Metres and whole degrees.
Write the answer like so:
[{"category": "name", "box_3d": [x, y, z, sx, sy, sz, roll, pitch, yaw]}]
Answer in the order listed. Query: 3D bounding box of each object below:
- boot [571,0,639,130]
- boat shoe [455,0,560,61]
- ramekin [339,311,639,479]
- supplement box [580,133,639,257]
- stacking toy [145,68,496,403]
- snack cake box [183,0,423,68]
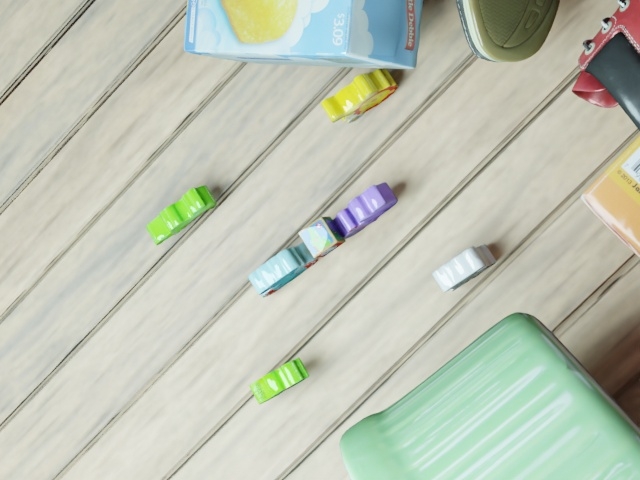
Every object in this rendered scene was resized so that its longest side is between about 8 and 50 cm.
[{"category": "boot", "box_3d": [0.222, -0.186, 0.972, 0.176, 0.088, 0.244, -35, 51, 25]}, {"category": "boat shoe", "box_3d": [0.119, -0.231, 1.034, 0.080, 0.073, 0.223, -2, 85, -23]}, {"category": "ramekin", "box_3d": [0.166, 0.188, 0.924, 0.148, 0.303, 0.303, -43, 81, 5]}, {"category": "supplement box", "box_3d": [0.286, -0.086, 0.991, 0.233, 0.078, 0.080, -45, 77, 11]}, {"category": "stacking toy", "box_3d": [0.000, 0.000, 1.088, 0.221, 0.052, 0.167, -34, 81, 16]}, {"category": "snack cake box", "box_3d": [-0.004, -0.257, 1.034, 0.152, 0.089, 0.264, 7, 93, 38]}]
